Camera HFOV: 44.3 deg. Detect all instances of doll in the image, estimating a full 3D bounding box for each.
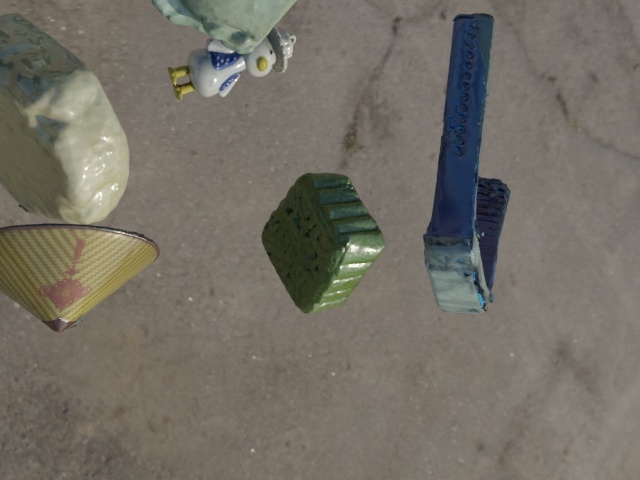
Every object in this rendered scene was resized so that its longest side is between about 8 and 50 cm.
[{"bbox_3d":[-0.180,-0.381,1.672,0.293,0.119,0.138,-25,133,-18],"label":"doll"}]

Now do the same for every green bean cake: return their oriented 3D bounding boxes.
[{"bbox_3d":[0.000,0.000,1.563,0.124,0.222,0.248,-7,147,-39],"label":"green bean cake"}]

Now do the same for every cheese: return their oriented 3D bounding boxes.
[{"bbox_3d":[-0.421,-0.166,1.152,0.115,0.326,0.318,-41,118,-33],"label":"cheese"}]

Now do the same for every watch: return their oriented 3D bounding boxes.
[{"bbox_3d":[0.178,-0.077,0.921,0.276,0.068,0.275,71,32,-42],"label":"watch"}]

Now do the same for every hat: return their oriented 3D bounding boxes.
[{"bbox_3d":[-0.251,0.047,0.755,0.193,0.193,0.082,7,72,-37],"label":"hat"}]

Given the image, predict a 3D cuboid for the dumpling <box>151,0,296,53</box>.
[{"bbox_3d":[-0.049,-0.235,0.535,0.149,0.105,0.217,11,127,-46],"label":"dumpling"}]
